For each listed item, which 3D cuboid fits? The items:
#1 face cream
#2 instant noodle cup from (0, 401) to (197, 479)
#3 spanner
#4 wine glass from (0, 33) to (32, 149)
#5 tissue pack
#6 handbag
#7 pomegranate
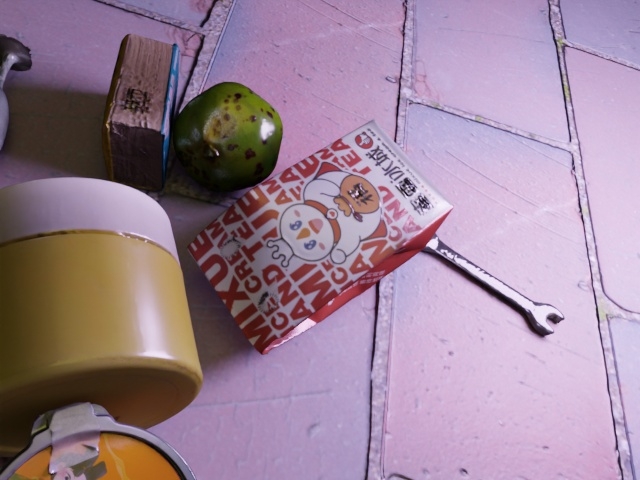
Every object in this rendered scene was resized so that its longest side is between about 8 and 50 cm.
[{"bbox_3d":[-0.233,0.078,0.587,0.218,0.218,0.180,-6,59,-23],"label":"face cream"},{"bbox_3d":[-0.193,0.250,0.527,0.177,0.125,0.208,6,68,-19],"label":"instant noodle cup"},{"bbox_3d":[0.231,0.052,0.893,0.254,0.015,0.054,34,53,6],"label":"spanner"},{"bbox_3d":[-0.421,-0.175,0.800,0.066,0.066,0.198,8,54,-13],"label":"wine glass"},{"bbox_3d":[-0.234,-0.168,0.824,0.082,0.120,0.169,6,56,-11],"label":"tissue pack"},{"bbox_3d":[0.000,0.000,0.769,0.298,0.151,0.171,-34,78,-30],"label":"handbag"},{"bbox_3d":[-0.105,-0.145,0.846,0.169,0.122,0.143,-31,98,-44],"label":"pomegranate"}]
